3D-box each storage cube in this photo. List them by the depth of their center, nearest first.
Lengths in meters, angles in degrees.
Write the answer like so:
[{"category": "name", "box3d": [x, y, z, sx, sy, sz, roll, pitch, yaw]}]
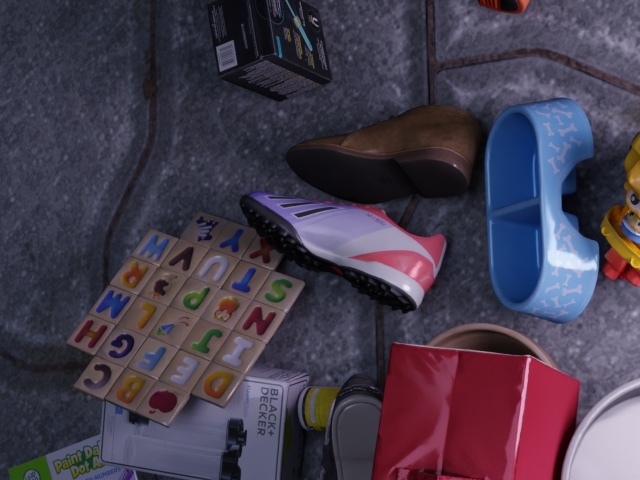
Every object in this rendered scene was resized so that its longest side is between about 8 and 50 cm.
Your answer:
[{"category": "storage cube", "box3d": [0.187, 0.238, 1.671, 0.184, 0.215, 0.193, 3, 78, 30]}]

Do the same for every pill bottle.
[{"category": "pill bottle", "box3d": [0.032, 0.237, 1.965, 0.116, 0.065, 0.065, -3, 81, 30]}]

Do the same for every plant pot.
[{"category": "plant pot", "box3d": [0.226, 0.229, 1.830, 0.237, 0.110, 0.237, -4, 82, 29]}]

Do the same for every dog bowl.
[{"category": "dog bowl", "box3d": [0.280, -0.041, 1.809, 0.166, 0.074, 0.297, 161, 109, -64]}]

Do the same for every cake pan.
[{"category": "cake pan", "box3d": [0.422, 0.305, 1.660, 0.293, 0.054, 0.293, 1, 77, -6]}]

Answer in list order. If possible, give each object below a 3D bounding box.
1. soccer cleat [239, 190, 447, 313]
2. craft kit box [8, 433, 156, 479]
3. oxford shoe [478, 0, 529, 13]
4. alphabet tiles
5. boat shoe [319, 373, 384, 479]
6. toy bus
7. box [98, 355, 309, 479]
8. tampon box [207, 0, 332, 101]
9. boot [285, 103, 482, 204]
[{"category": "soccer cleat", "box3d": [0.029, -0.010, 1.986, 0.318, 0.108, 0.116, 26, 71, 27]}, {"category": "craft kit box", "box3d": [-0.355, 0.437, 2.167, 0.250, 0.061, 0.246, -23, 69, 25]}, {"category": "oxford shoe", "box3d": [0.192, -0.404, 1.962, 0.271, 0.097, 0.098, 27, 77, 26]}, {"category": "alphabet tiles", "box3d": [-0.198, 0.107, 2.036, 0.285, 0.011, 0.342, 19, 60, 27]}, {"category": "boat shoe", "box3d": [0.052, 0.342, 1.911, 0.112, 0.095, 0.335, 4, 110, 1]}, {"category": "toy bus", "box3d": [0.417, -0.024, 1.700, 0.211, 0.220, 0.149, -49, 60, 23]}, {"category": "box", "box3d": [-0.170, 0.259, 2.025, 0.290, 0.087, 0.169, 7, 94, 19]}, {"category": "tampon box", "box3d": [-0.073, -0.289, 2.043, 0.101, 0.161, 0.120, -18, 73, 27]}, {"category": "boot", "box3d": [0.092, -0.127, 1.983, 0.305, 0.112, 0.115, 2, 54, 34]}]
